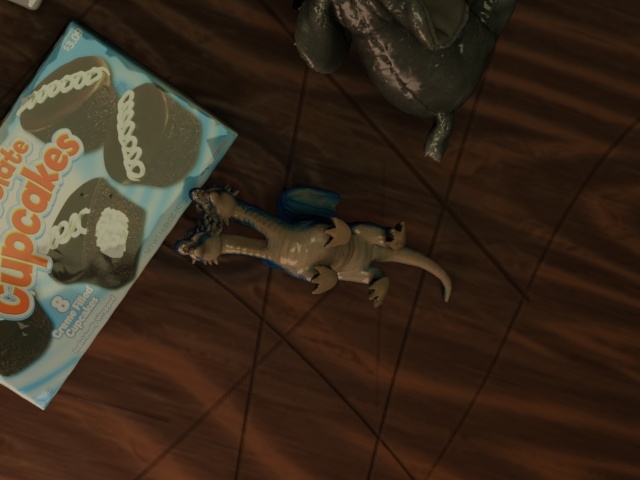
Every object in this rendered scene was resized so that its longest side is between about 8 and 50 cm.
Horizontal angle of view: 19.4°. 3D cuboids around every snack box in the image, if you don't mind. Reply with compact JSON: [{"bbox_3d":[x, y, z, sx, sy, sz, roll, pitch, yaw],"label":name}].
[{"bbox_3d":[-0.245,-0.024,1.743,0.187,0.060,0.322,34,97,-13],"label":"snack box"}]

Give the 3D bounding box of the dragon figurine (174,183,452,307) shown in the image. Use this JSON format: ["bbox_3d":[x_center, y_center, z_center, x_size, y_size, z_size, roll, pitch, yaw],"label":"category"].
[{"bbox_3d":[0.000,0.000,1.761,0.289,0.144,0.085,4,105,-44],"label":"dragon figurine"}]

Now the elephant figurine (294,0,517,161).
[{"bbox_3d":[0.050,-0.215,1.643,0.169,0.186,0.239,-48,145,14],"label":"elephant figurine"}]

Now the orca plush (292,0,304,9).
[{"bbox_3d":[-0.006,-0.350,1.679,0.151,0.102,0.287,3,102,-8],"label":"orca plush"}]

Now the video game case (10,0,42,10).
[{"bbox_3d":[-0.328,-0.413,1.658,0.300,0.036,0.329,22,99,-12],"label":"video game case"}]
